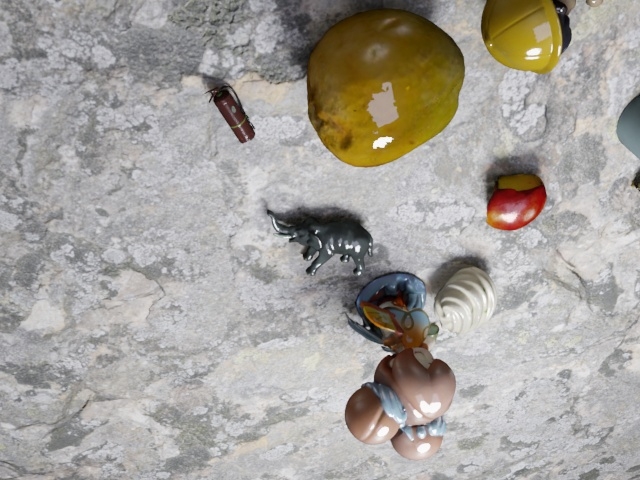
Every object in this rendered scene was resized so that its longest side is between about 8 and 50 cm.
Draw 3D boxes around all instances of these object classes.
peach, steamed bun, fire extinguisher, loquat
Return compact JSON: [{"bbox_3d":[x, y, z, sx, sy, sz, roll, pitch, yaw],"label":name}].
[{"bbox_3d":[0.441,-0.083,1.582,0.118,0.151,0.151,29,133,21],"label":"peach"},{"bbox_3d":[0.368,0.160,1.744,0.182,0.106,0.183,-25,135,-28],"label":"steamed bun"},{"bbox_3d":[-0.169,-0.245,1.337,0.056,0.039,0.132,-46,132,-16],"label":"fire extinguisher"},{"bbox_3d":[0.113,-0.267,1.244,0.283,0.276,0.276,-7,132,-12],"label":"loquat"}]

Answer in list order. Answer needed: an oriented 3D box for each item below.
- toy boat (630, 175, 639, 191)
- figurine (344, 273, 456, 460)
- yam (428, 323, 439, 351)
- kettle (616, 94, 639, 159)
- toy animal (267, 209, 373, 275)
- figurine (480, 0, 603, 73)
[{"bbox_3d":[0.804,-0.146,1.573,0.068,0.088,0.226,34,158,-13],"label":"toy boat"},{"bbox_3d":[0.182,0.292,1.656,0.276,0.388,0.248,27,121,-34],"label":"figurine"},{"bbox_3d":[0.290,0.269,1.893,0.043,0.043,0.094,1,129,-14],"label":"yam"},{"bbox_3d":[0.779,-0.203,1.460,0.210,0.243,0.160,-20,132,2],"label":"kettle"},{"bbox_3d":[-0.005,0.007,1.572,0.269,0.082,0.137,10,125,-16],"label":"toy animal"},{"bbox_3d":[0.394,-0.423,1.234,0.167,0.192,0.257,36,93,-7],"label":"figurine"}]
